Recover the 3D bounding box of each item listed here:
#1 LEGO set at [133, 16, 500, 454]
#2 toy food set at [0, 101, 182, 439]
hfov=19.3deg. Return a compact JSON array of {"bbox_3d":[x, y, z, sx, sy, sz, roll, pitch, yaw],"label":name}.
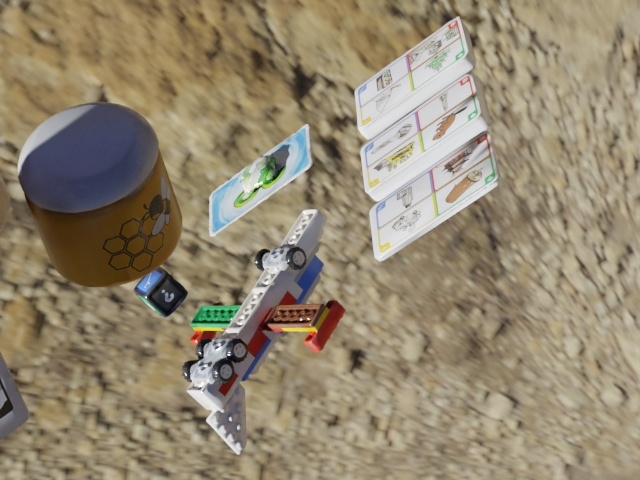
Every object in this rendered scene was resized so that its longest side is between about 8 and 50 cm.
[{"bbox_3d":[0.000,0.000,1.033,0.244,0.182,0.060,-35,118,17],"label":"LEGO set"},{"bbox_3d":[-0.152,0.008,0.479,0.232,0.104,0.111,-35,48,-19],"label":"toy food set"}]
